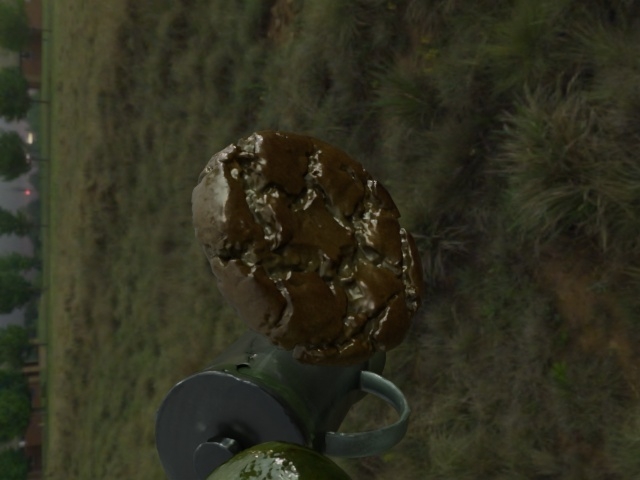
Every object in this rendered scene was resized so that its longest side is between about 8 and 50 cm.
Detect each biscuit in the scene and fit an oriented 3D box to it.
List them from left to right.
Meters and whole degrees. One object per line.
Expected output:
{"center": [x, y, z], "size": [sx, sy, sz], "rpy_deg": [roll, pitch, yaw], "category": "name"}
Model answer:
{"center": [0.000, 0.000, 0.542], "size": [0.042, 0.225, 0.226], "rpy_deg": [-38, 55, 42], "category": "biscuit"}

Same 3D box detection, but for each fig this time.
{"center": [-0.046, 0.210, 0.420], "size": [0.123, 0.156, 0.123], "rpy_deg": [25, 134, 28], "category": "fig"}

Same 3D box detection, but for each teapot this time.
{"center": [-0.026, 0.199, 0.808], "size": [0.337, 0.270, 0.201], "rpy_deg": [-36, -45, -67], "category": "teapot"}
